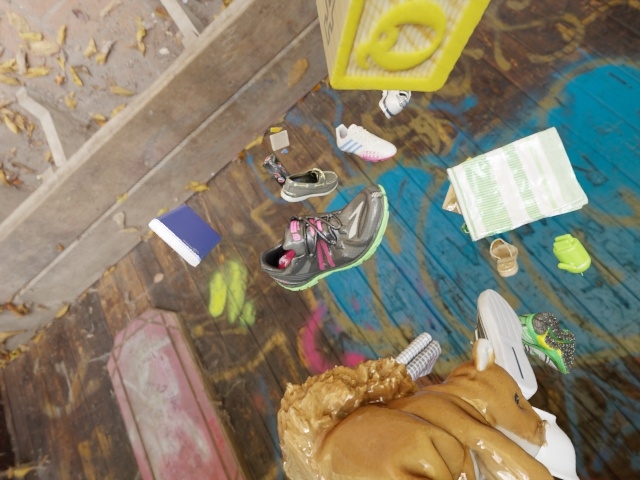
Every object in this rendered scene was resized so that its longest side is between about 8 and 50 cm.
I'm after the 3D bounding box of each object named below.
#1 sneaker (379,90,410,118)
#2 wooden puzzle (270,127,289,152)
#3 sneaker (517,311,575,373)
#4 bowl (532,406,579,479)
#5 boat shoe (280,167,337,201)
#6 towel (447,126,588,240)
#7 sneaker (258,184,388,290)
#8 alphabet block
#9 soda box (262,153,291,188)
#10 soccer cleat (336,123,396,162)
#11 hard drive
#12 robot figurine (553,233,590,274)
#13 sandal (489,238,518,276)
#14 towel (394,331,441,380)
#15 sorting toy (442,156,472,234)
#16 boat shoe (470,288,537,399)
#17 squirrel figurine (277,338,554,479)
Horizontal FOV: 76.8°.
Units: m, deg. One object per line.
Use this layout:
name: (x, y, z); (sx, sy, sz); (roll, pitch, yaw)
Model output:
sneaker: (0.278, -0.522, 1.439); (0.094, 0.235, 0.090); (-27, 125, 37)
wooden puzzle: (-0.167, -0.408, 1.645); (0.078, 0.014, 0.116); (-17, 129, -20)
sneaker: (0.759, 0.340, 1.378); (0.343, 0.146, 0.134); (42, 62, -27)
bowl: (0.543, 0.512, 1.095); (0.134, 0.297, 0.298); (-68, 158, -12)
boat shoe: (-0.031, -0.246, 1.696); (0.305, 0.109, 0.091); (-23, 145, -39)
towel: (0.565, -0.160, 1.184); (0.324, 0.248, 0.038); (-20, 171, 12)
sneaker: (0.000, 0.000, 1.202); (0.483, 0.185, 0.202); (-37, 136, 28)
alphabet block: (0.106, -0.361, 0.593); (0.192, 0.197, 0.193); (-4, 155, -10)
soda box: (-0.199, -0.323, 1.899); (0.060, 0.053, 0.169); (-18, 136, 25)
soccer cleat: (0.193, -0.451, 1.840); (0.116, 0.331, 0.143); (-41, 132, -27)
hard drive: (-0.496, -0.030, 1.530); (0.040, 0.210, 0.319); (-44, -170, 10)
robot figurine: (0.678, 0.039, 1.090); (0.067, 0.115, 0.101); (-28, -164, 49)
sandal: (0.617, 0.033, 1.369); (0.088, 0.079, 0.240); (-21, -165, 25)
towel: (0.402, 0.556, 1.772); (0.235, 0.121, 0.284); (-37, 150, -24)
sorting toy: (0.539, -0.166, 1.495); (0.046, 0.132, 0.275); (25, 85, -76)
boat shoe: (0.433, 0.260, 1.021); (0.119, 0.121, 0.335); (-54, -171, 35)
squirrel figurine: (0.150, 0.286, 0.630); (0.370, 0.397, 0.281); (-27, 128, -43)
